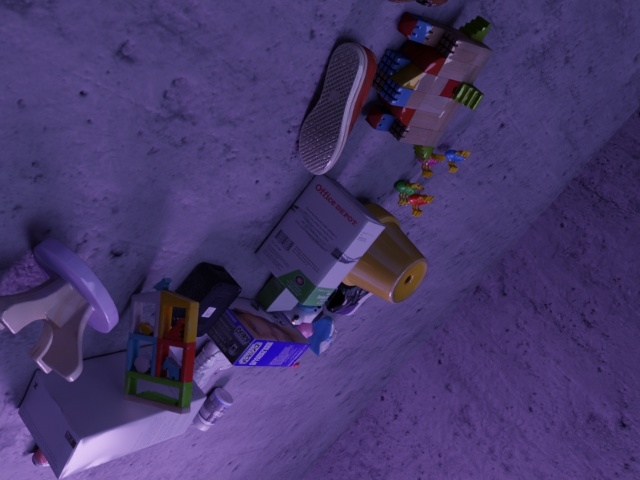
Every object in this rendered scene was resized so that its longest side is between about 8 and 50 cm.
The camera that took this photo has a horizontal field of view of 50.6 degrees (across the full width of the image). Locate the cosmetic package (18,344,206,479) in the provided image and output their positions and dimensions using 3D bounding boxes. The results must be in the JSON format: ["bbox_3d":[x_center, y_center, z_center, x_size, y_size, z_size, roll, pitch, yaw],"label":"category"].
[{"bbox_3d":[-0.503,0.404,1.670,0.385,0.217,0.156,-5,134,-51],"label":"cosmetic package"}]

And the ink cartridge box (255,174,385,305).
[{"bbox_3d":[0.000,0.000,1.806,0.289,0.211,0.121,-51,153,13],"label":"ink cartridge box"}]

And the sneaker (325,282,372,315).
[{"bbox_3d":[0.127,0.152,2.345,0.124,0.107,0.283,9,122,-52],"label":"sneaker"}]

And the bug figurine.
[{"bbox_3d":[0.346,-0.205,2.170,0.216,0.072,0.279,4,131,-50],"label":"bug figurine"}]

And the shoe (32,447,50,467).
[{"bbox_3d":[-0.671,0.550,1.806,0.178,0.063,0.081,4,132,-52],"label":"shoe"}]

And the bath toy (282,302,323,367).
[{"bbox_3d":[-0.079,0.290,2.217,0.151,0.129,0.348,5,133,-14],"label":"bath toy"}]

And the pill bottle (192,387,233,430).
[{"bbox_3d":[-0.362,0.565,2.262,0.137,0.078,0.078,-49,154,10],"label":"pill bottle"}]

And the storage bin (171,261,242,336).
[{"bbox_3d":[-0.305,0.154,1.737,0.180,0.084,0.122,-50,154,9],"label":"storage bin"}]

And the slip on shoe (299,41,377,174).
[{"bbox_3d":[0.044,-0.295,1.557,0.101,0.123,0.331,-19,140,-48],"label":"slip on shoe"}]

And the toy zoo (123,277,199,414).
[{"bbox_3d":[-0.364,0.232,1.547,0.030,0.192,0.293,6,88,-57],"label":"toy zoo"}]

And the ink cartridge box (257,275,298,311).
[{"bbox_3d":[-0.081,0.122,1.991,0.109,0.062,0.209,3,136,-48],"label":"ink cartridge box"}]

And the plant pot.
[{"bbox_3d":[0.180,0.056,2.007,0.254,0.239,0.254,-34,146,-27],"label":"plant pot"}]

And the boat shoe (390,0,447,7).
[{"bbox_3d":[0.246,-0.555,1.466,0.307,0.111,0.104,-29,149,-29],"label":"boat shoe"}]

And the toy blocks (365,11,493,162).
[{"bbox_3d":[0.243,-0.388,1.675,0.261,0.191,0.381,0,130,-41],"label":"toy blocks"}]

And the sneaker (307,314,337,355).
[{"bbox_3d":[0.015,0.329,2.470,0.092,0.087,0.229,-37,161,-31],"label":"sneaker"}]

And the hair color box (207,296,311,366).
[{"bbox_3d":[-0.185,0.265,1.957,0.110,0.185,0.339,-50,154,11],"label":"hair color box"}]

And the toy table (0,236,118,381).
[{"bbox_3d":[-0.506,0.135,1.274,0.161,0.252,0.274,-50,149,-28],"label":"toy table"}]

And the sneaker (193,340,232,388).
[{"bbox_3d":[-0.339,0.350,1.991,0.232,0.090,0.115,-34,147,-40],"label":"sneaker"}]
